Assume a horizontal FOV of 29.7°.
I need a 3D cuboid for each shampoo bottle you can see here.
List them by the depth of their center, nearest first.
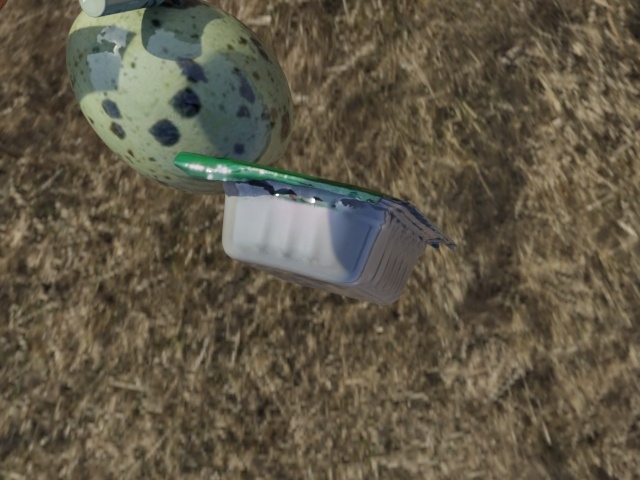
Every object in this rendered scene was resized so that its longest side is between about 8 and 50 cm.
[{"bbox_3d":[-0.260,-0.361,1.735,0.056,0.195,0.056,14,115,33],"label":"shampoo bottle"}]

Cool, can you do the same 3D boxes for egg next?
[{"bbox_3d":[-0.217,-0.235,1.878,0.379,0.287,0.287,43,108,-15],"label":"egg"}]

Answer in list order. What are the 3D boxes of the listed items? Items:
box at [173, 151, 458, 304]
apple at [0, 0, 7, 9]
[{"bbox_3d":[0.000,0.000,1.393,0.264,0.336,0.106,14,84,18],"label":"box"},{"bbox_3d":[-0.298,-0.224,0.894,0.163,0.139,0.163,16,141,13],"label":"apple"}]
